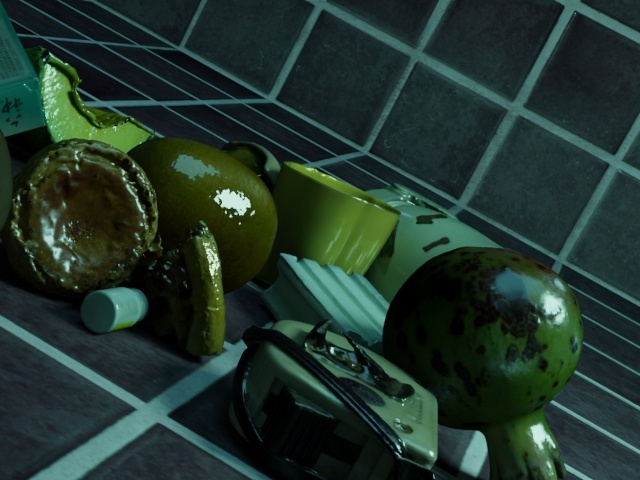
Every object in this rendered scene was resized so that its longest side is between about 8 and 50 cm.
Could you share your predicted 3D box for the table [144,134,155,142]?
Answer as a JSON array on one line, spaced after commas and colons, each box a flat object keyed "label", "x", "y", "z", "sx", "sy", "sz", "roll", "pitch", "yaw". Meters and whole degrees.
[{"label": "table", "x": -0.252, "y": -0.079, "z": 1.881, "sx": 0.043, "sy": 0.133, "sz": 0.133, "roll": 28, "pitch": 12, "yaw": -7}]

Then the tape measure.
[{"label": "tape measure", "x": 0.010, "y": 0.175, "z": 1.413, "sx": 0.231, "sy": 0.133, "sz": 0.271, "roll": 28, "pitch": 14, "yaw": -2}]

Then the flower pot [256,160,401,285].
[{"label": "flower pot", "x": 0.000, "y": 0.000, "z": 1.977, "sx": 0.195, "sy": 0.179, "sz": 0.195, "roll": 23, "pitch": 6, "yaw": -3}]

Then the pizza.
[{"label": "pizza", "x": -0.190, "y": 0.053, "z": 1.568, "sx": 0.194, "sy": 0.154, "sz": 0.069, "roll": 4, "pitch": 15, "yaw": 41}]

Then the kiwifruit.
[{"label": "kiwifruit", "x": -0.164, "y": -0.025, "z": 1.711, "sx": 0.234, "sy": 0.196, "sz": 0.196, "roll": 28, "pitch": 9, "yaw": -36}]

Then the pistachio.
[{"label": "pistachio", "x": -0.132, "y": -0.084, "z": 2.131, "sx": 0.153, "sy": 0.137, "sz": 0.238, "roll": 61, "pitch": -15, "yaw": -3}]

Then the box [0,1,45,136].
[{"label": "box", "x": -0.487, "y": -0.244, "z": 1.843, "sx": 0.153, "sy": 0.092, "sz": 0.245, "roll": -18, "pitch": 52, "yaw": -18}]

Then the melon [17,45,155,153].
[{"label": "melon", "x": -0.399, "y": -0.176, "z": 2.015, "sx": 0.169, "sy": 0.129, "sz": 0.265, "roll": 10, "pitch": -17, "yaw": 36}]

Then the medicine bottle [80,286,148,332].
[{"label": "medicine bottle", "x": -0.227, "y": 0.076, "z": 1.490, "sx": 0.047, "sy": 0.047, "sz": 0.083, "roll": 31, "pitch": 11, "yaw": 16}]

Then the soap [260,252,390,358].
[{"label": "soap", "x": 0.035, "y": 0.123, "z": 1.796, "sx": 0.150, "sy": 0.094, "sz": 0.261, "roll": 15, "pitch": 18, "yaw": -29}]

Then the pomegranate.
[{"label": "pomegranate", "x": 0.192, "y": 0.158, "z": 1.613, "sx": 0.242, "sy": 0.306, "sz": 0.242, "roll": -1, "pitch": 14, "yaw": 0}]

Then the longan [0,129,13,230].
[{"label": "longan", "x": -0.416, "y": -0.070, "z": 1.346, "sx": 0.220, "sy": 0.196, "sz": 0.196, "roll": 15, "pitch": 13, "yaw": -6}]

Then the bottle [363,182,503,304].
[{"label": "bottle", "x": 0.144, "y": 0.043, "z": 2.111, "sx": 0.229, "sy": 0.229, "sz": 0.351, "roll": 19, "pitch": 12, "yaw": -38}]

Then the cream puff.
[{"label": "cream puff", "x": -0.295, "y": -0.027, "z": 1.555, "sx": 0.183, "sy": 0.183, "sz": 0.169, "roll": 22, "pitch": -5, "yaw": -27}]
